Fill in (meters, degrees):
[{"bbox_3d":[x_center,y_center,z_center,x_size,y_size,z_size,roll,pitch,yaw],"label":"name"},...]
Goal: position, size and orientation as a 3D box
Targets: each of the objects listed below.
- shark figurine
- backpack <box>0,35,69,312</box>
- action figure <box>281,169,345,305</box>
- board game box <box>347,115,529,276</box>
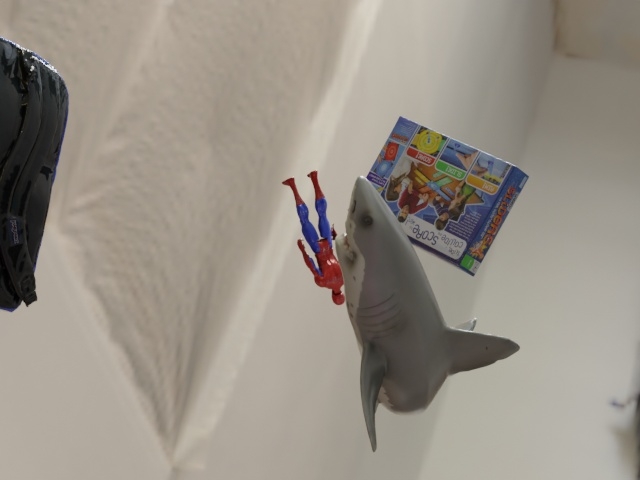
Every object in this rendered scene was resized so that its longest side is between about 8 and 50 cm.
[{"bbox_3d":[0.082,0.079,1.044,0.278,0.116,0.166,67,-165,-67],"label":"shark figurine"},{"bbox_3d":[-0.180,-0.038,0.678,0.098,0.101,0.120,23,-103,-44],"label":"backpack"},{"bbox_3d":[0.000,0.000,1.260,0.030,0.038,0.115,153,100,-71],"label":"action figure"},{"bbox_3d":[0.137,-0.056,1.766,0.035,0.201,0.136,30,-90,-46],"label":"board game box"}]
